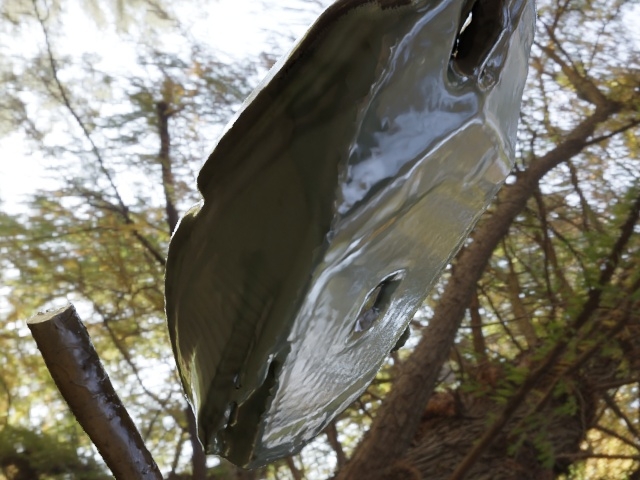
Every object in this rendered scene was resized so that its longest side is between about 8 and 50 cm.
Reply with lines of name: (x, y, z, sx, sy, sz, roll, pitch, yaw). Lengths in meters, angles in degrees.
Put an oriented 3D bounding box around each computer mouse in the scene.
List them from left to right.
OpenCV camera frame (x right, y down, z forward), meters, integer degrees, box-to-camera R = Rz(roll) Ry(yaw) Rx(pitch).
computer mouse: (-0.001, -0.004, 0.466, 0.145, 0.228, 0.428, 45, -50, 27)

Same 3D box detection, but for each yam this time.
yam: (-0.140, 0.104, 0.408, 0.032, 0.032, 0.145, 16, -49, 53)
